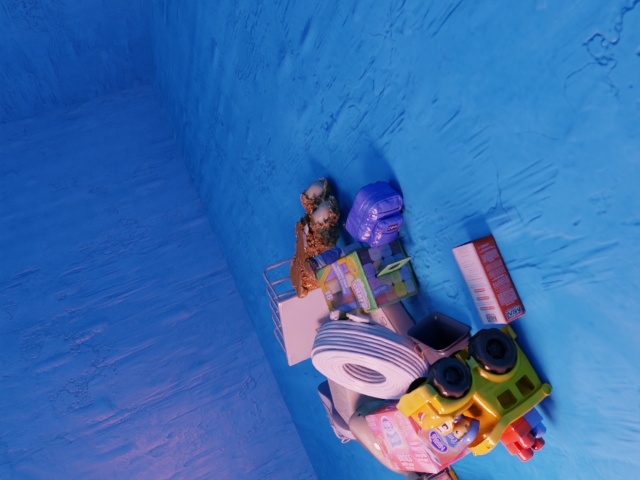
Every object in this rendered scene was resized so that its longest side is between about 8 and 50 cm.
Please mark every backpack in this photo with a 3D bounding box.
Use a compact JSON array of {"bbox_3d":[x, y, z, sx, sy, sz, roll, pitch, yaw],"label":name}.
[{"bbox_3d":[0.120,-0.056,1.238,0.101,0.098,0.120,45,139,32],"label":"backpack"}]

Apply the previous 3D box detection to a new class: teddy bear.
[{"bbox_3d":[0.000,0.000,1.584,0.245,0.113,0.337,-132,41,-59],"label":"teddy bear"}]

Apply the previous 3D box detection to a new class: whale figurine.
[{"bbox_3d":[0.204,0.553,1.680,0.272,0.141,0.216,47,167,-15],"label":"whale figurine"}]

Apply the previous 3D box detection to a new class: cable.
[{"bbox_3d":[0.106,0.263,1.325,0.257,0.089,0.257,22,150,-2],"label":"cable"}]

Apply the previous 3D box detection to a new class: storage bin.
[{"bbox_3d":[0.245,0.219,1.208,0.091,0.098,0.135,63,164,-17],"label":"storage bin"}]

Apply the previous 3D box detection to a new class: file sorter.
[{"bbox_3d":[-0.055,0.208,1.878,0.173,0.193,0.277,-128,24,-46],"label":"file sorter"}]

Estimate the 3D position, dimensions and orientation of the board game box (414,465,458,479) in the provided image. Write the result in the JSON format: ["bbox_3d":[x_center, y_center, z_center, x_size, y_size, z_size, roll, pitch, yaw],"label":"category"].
[{"bbox_3d":[0.263,0.641,1.543,0.048,0.141,0.170,58,160,30],"label":"board game box"}]

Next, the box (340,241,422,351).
[{"bbox_3d":[0.140,0.192,1.516,0.321,0.059,0.232,59,159,31],"label":"box"}]

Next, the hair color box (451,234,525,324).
[{"bbox_3d":[0.277,0.067,1.006,0.141,0.043,0.072,69,162,3],"label":"hair color box"}]

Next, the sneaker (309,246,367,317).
[{"bbox_3d":[0.061,0.110,1.451,0.211,0.081,0.080,57,165,-22],"label":"sneaker"}]

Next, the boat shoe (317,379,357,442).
[{"bbox_3d":[0.088,0.597,2.000,0.367,0.136,0.156,-157,48,-69],"label":"boat shoe"}]

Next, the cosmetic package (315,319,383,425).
[{"bbox_3d":[0.092,0.401,1.800,0.160,0.113,0.309,38,145,57],"label":"cosmetic package"}]

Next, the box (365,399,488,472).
[{"bbox_3d":[0.230,0.417,1.356,0.142,0.154,0.300,62,162,11],"label":"box"}]

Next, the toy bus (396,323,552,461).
[{"bbox_3d":[0.270,0.279,1.006,0.211,0.220,0.149,56,154,17],"label":"toy bus"}]

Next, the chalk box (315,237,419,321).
[{"bbox_3d":[0.112,0.083,1.300,0.213,0.133,0.131,-28,79,54],"label":"chalk box"}]
